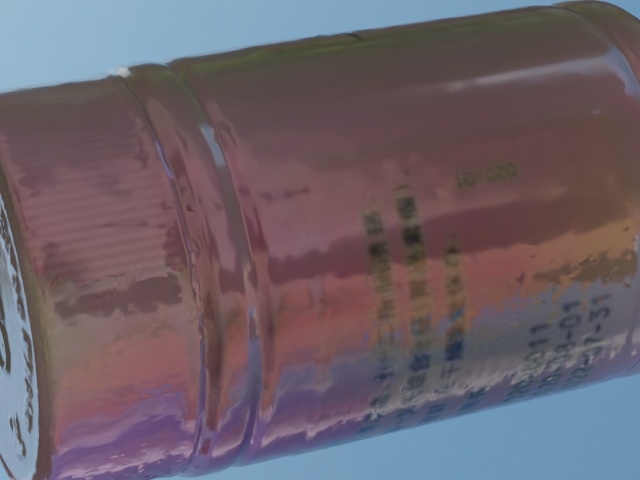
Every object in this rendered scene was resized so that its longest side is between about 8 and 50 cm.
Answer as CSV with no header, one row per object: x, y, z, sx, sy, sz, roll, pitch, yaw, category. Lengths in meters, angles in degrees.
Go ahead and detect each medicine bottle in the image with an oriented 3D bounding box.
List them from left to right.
0.000,0.000,0.699,0.152,0.254,0.152,170,-90,-69,medicine bottle
